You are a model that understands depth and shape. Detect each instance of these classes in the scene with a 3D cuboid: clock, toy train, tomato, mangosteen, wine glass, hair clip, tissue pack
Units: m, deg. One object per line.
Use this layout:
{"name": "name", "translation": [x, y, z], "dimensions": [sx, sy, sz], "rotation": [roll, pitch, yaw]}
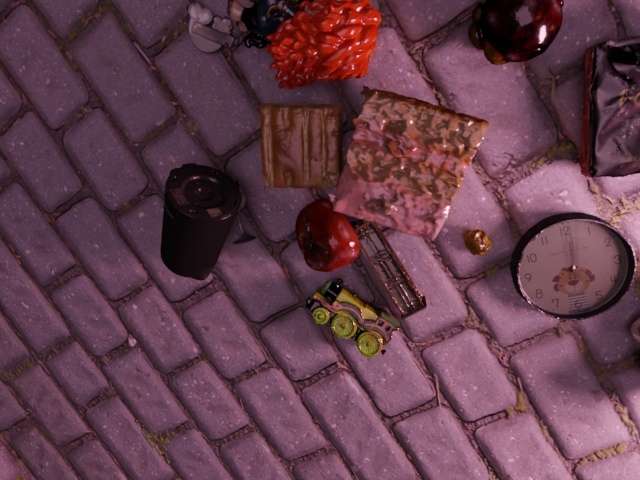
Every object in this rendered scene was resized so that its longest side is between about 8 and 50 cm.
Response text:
{"name": "clock", "translation": [0.704, 0.078, 1.165], "dimensions": [0.312, 0.061, 0.313], "rotation": [3, 106, 11]}
{"name": "toy train", "translation": [0.100, 0.238, 1.310], "dimensions": [0.296, 0.100, 0.161], "rotation": [33, 101, 2]}
{"name": "tomato", "translation": [-0.001, 0.002, 1.221], "dimensions": [0.227, 0.101, 0.228], "rotation": [26, 130, 35]}
{"name": "mangosteen", "translation": [0.466, -0.521, 0.991], "dimensions": [0.209, 0.210, 0.210], "rotation": [3, 105, 11]}
{"name": "wine glass", "translation": [-0.264, -0.091, 1.306], "dimensions": [0.079, 0.079, 0.196], "rotation": [-10, 104, 14]}
{"name": "hair clip", "translation": [-0.319, -0.602, 1.203], "dimensions": [0.172, 0.049, 0.116], "rotation": [25, 103, 7]}
{"name": "tissue pack", "translation": [0.776, -0.324, 1.015], "dimensions": [0.244, 0.123, 0.333], "rotation": [-3, 103, 10]}

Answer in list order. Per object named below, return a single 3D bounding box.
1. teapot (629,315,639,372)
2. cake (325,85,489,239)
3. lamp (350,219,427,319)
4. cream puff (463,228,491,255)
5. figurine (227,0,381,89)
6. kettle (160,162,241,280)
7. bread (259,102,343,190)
{"name": "teapot", "translation": [1.016, 0.265, 1.073], "dimensions": [0.300, 0.253, 0.344], "rotation": [51, 117, 31]}
{"name": "cake", "translation": [0.224, -0.204, 1.074], "dimensions": [0.314, 0.293, 0.307], "rotation": [20, 113, 10]}
{"name": "lamp", "translation": [0.201, 0.074, 1.251], "dimensions": [0.089, 0.090, 0.326], "rotation": [-30, 98, 17]}
{"name": "cream puff", "translation": [0.454, 0.001, 1.201], "dimensions": [0.083, 0.083, 0.058], "rotation": [34, 68, 13]}
{"name": "figurine", "translation": [-0.047, -0.574, 1.084], "dimensions": [0.306, 0.241, 0.412], "rotation": [-35, 77, -6]}
{"name": "kettle", "translation": [-0.393, -0.060, 1.232], "dimensions": [0.262, 0.203, 0.308], "rotation": [33, 135, 1]}
{"name": "bread", "translation": [-0.050, -0.267, 1.201], "dimensions": [0.239, 0.111, 0.246], "rotation": [4, 105, 11]}
